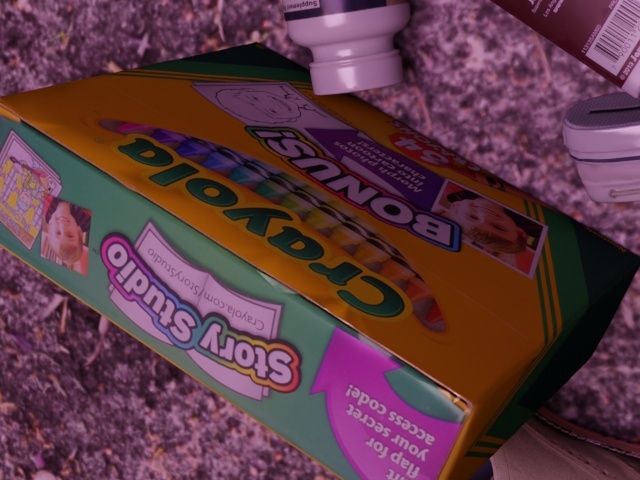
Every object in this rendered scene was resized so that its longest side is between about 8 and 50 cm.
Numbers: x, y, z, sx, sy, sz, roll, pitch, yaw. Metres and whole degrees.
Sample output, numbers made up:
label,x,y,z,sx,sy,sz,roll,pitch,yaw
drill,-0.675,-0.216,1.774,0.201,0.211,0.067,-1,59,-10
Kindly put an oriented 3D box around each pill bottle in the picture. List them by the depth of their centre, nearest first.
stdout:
label,x,y,z,sx,sy,sz,roll,pitch,yaw
pill bottle,0.016,-0.197,0.981,0.094,0.094,0.169,-3,102,30

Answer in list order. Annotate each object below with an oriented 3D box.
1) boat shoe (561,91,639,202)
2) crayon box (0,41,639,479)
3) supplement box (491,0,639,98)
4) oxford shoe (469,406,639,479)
label,x,y,z,sx,sy,sz,roll,pitch,yaw
boat shoe,0.278,-0.066,0.887,0.226,0.083,0.076,0,126,35
crayon box,0.000,0.000,0.914,0.363,0.313,0.106,31,116,19
supplement box,0.149,-0.196,0.884,0.239,0.130,0.073,38,119,17
oxford shoe,0.168,0.207,0.969,0.397,0.146,0.140,31,116,19
